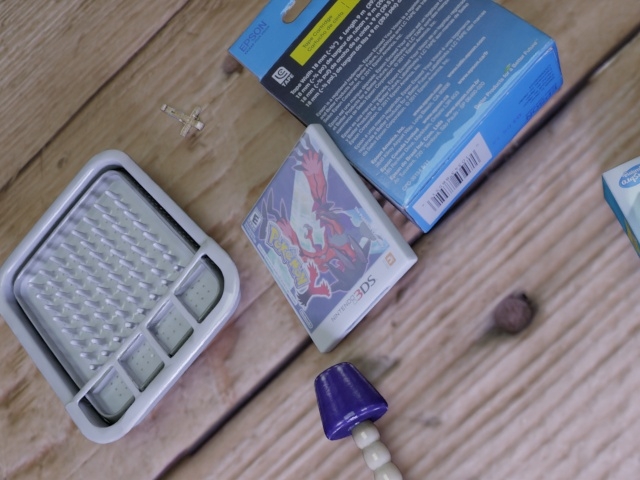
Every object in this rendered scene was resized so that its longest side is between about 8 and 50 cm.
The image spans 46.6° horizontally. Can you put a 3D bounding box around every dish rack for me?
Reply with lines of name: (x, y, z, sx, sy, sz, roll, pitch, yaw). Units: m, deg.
dish rack: (-0.266, 0.067, 0.987, 0.333, 0.072, 0.285, 42, 94, 28)

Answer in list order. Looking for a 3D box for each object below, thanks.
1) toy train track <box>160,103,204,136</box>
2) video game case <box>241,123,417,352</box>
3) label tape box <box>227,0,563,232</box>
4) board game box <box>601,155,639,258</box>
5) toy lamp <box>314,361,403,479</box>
toy train track: (-0.202, -0.180, 1.067, 0.083, 0.014, 0.048, 29, 87, 28)
video game case: (0.000, 0.000, 0.861, 0.201, 0.023, 0.183, 56, 130, 22)
label tape box: (0.082, -0.210, 0.901, 0.241, 0.106, 0.334, -48, 62, 5)
board game box: (0.455, 0.033, 0.680, 0.253, 0.079, 0.336, -26, 65, 14)
toy lamp: (0.073, 0.256, 0.778, 0.080, 0.080, 0.275, -35, 63, 10)
